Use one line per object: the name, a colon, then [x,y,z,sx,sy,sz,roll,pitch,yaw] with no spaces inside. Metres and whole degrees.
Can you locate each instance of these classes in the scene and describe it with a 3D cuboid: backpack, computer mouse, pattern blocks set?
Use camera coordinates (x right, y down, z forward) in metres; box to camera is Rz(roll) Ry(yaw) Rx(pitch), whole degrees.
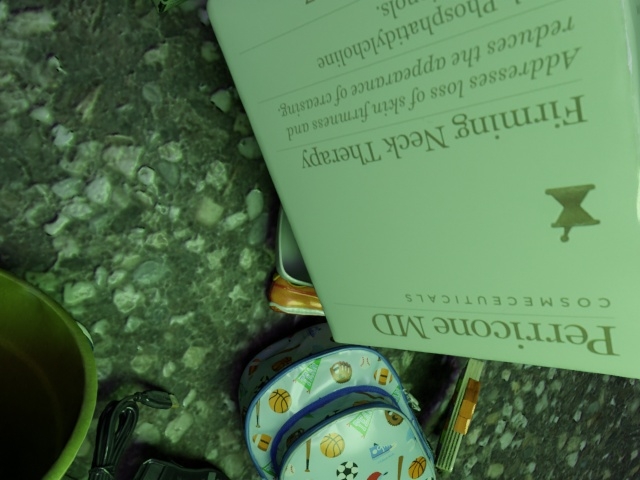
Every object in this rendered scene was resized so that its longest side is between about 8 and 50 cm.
backpack: [0.012,0.257,0.647,0.277,0.213,0.263,-28,101,-14]
computer mouse: [-0.208,0.301,0.617,0.262,0.060,0.183,41,44,-50]
pattern blocks set: [0.215,0.276,0.741,0.285,0.026,0.324,83,31,-52]

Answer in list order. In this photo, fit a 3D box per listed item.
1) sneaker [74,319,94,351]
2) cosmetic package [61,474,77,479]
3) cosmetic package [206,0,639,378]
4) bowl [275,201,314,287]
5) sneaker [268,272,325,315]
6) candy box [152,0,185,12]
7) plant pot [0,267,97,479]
sneaker: [-0.323,0.105,0.533,0.135,0.058,0.052,43,82,-26]
cosmetic package: [-0.250,0.437,0.587,0.296,0.153,0.129,42,81,-27]
cosmetic package: [0.163,-0.129,0.498,0.327,0.330,0.393,-39,117,-44]
bowl: [0.000,0.000,0.643,0.142,0.053,0.141,12,71,-26]
sneaker: [0.011,0.080,0.680,0.175,0.064,0.067,12,83,-30]
candy box: [-0.148,-0.323,0.424,0.071,0.233,0.159,-34,114,-15]
plant pot: [-0.416,0.236,0.371,0.367,0.366,0.352,14,113,-26]
